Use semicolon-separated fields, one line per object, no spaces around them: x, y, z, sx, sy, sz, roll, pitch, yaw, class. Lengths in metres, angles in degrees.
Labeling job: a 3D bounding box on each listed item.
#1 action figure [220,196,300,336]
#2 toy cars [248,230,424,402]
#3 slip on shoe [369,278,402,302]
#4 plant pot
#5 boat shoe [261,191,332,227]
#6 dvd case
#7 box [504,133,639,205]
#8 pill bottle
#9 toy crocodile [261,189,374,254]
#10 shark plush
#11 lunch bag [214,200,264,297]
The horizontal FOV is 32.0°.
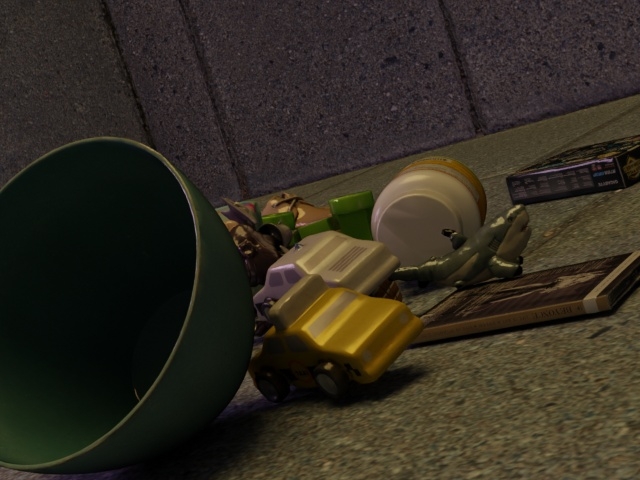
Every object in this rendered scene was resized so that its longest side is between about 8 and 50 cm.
-0.132;0.058;1.348;0.185;0.099;0.285;36;56;26;action figure
-0.006;0.055;1.117;0.176;0.087;0.393;-31;13;6;toy cars
0.051;0.074;1.235;0.041;0.051;0.135;-28;8;28;slip on shoe
-0.171;0.080;1.003;0.290;0.290;0.195;-15;-28;26;plant pot
-0.072;-0.032;2.120;0.341;0.110;0.121;-15;7;27;boat shoe
0.202;0.056;1.089;0.221;0.018;0.164;-15;6;34;dvd case
0.425;-0.115;1.729;0.175;0.051;0.220;-24;9;-39;box
0.138;-0.028;1.424;0.136;0.136;0.246;-16;7;14;pill bottle
0.000;0.000;1.678;0.340;0.115;0.105;-13;3;22;toy crocodile
0.153;0.014;1.208;0.161;0.067;0.073;-16;6;25;shark plush
-0.219;0.055;1.575;0.262;0.160;0.223;-12;13;26;lunch bag
